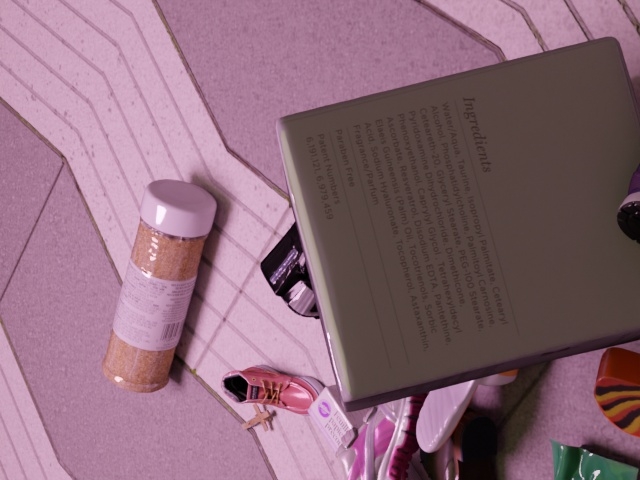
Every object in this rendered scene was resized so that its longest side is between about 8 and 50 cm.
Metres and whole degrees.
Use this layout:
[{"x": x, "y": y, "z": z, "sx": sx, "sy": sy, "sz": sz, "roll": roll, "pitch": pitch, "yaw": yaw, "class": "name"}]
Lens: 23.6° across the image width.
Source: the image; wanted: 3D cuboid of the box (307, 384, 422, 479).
[{"x": 0.098, "y": 0.350, "z": 2.236, "sx": 0.324, "sy": 0.067, "sz": 0.063, "roll": 54, "pitch": 130, "yaw": 26, "class": "box"}]

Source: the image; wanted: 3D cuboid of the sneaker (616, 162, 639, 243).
[{"x": 0.456, "y": -0.013, "z": 1.604, "sx": 0.124, "sy": 0.283, "sz": 0.107, "roll": -64, "pitch": 11, "yaw": -25, "class": "sneaker"}]

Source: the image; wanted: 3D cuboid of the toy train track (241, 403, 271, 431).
[{"x": -0.101, "y": 0.290, "z": 2.476, "sx": 0.083, "sy": 0.014, "sz": 0.048, "roll": -35, "pitch": 77, "yaw": 49, "class": "toy train track"}]

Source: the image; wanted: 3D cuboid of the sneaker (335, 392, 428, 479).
[{"x": 0.079, "y": 0.285, "z": 2.161, "sx": 0.111, "sy": 0.103, "sz": 0.252, "roll": 11, "pitch": 74, "yaw": 22, "class": "sneaker"}]

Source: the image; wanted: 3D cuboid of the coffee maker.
[{"x": 0.000, "y": 0.000, "z": 2.273, "sx": 0.178, "sy": 0.120, "sz": 0.171, "roll": -50, "pitch": 37, "yaw": 37, "class": "coffee maker"}]

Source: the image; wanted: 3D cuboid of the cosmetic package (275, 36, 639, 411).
[{"x": 0.176, "y": -0.006, "z": 1.790, "sx": 0.329, "sy": 0.394, "sz": 0.327, "roll": 79, "pitch": 177, "yaw": -82, "class": "cosmetic package"}]

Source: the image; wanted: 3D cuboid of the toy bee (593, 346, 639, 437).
[{"x": 0.463, "y": 0.224, "z": 1.771, "sx": 0.298, "sy": 0.195, "sz": 0.162, "roll": 25, "pitch": 138, "yaw": 30, "class": "toy bee"}]

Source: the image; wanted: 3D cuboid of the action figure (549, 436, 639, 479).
[{"x": 0.336, "y": 0.384, "z": 1.979, "sx": 0.137, "sy": 0.063, "sz": 0.232, "roll": 18, "pitch": 99, "yaw": 46, "class": "action figure"}]

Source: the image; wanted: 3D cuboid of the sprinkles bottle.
[{"x": -0.271, "y": 0.078, "z": 2.545, "sx": 0.121, "sy": 0.121, "sz": 0.355, "roll": 37, "pitch": 120, "yaw": 37, "class": "sprinkles bottle"}]

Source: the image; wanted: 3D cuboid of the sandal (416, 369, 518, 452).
[{"x": 0.218, "y": 0.175, "z": 2.072, "sx": 0.265, "sy": 0.076, "sz": 0.102, "roll": -62, "pitch": 27, "yaw": 12, "class": "sandal"}]

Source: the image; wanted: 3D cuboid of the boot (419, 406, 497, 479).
[{"x": 0.190, "y": 0.331, "z": 2.146, "sx": 0.106, "sy": 0.082, "sz": 0.219, "roll": 31, "pitch": 117, "yaw": 60, "class": "boot"}]

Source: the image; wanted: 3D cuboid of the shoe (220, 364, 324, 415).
[{"x": -0.075, "y": 0.239, "z": 2.390, "sx": 0.178, "sy": 0.081, "sz": 0.063, "roll": 15, "pitch": 106, "yaw": 44, "class": "shoe"}]
